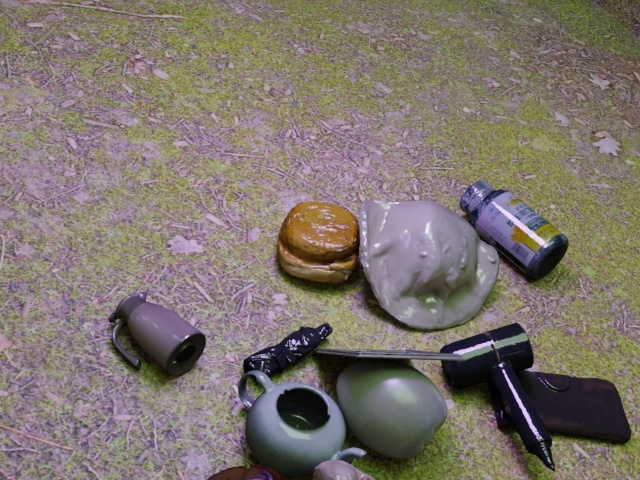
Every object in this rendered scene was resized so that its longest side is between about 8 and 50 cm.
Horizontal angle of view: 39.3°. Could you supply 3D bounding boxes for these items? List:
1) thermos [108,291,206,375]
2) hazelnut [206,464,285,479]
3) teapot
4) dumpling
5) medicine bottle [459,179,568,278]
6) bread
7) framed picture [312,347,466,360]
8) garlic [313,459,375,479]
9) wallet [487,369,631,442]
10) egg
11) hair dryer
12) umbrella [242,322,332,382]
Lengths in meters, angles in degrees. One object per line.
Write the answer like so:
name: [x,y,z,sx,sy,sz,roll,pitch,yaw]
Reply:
thermos: [-0.347,0.191,1.820,0.193,0.105,0.137,34,73,25]
hazelnut: [-0.120,0.485,1.503,0.208,0.208,0.208,10,40,-9]
teapot: [-0.045,0.353,1.707,0.294,0.129,0.193,36,42,21]
dumpling: [0.248,0.067,2.141,0.395,0.233,0.315,18,69,-23]
medicine bottle: [0.501,-0.037,2.361,0.141,0.141,0.293,-21,52,-37]
bread: [-0.003,-0.001,2.145,0.198,0.120,0.236,9,38,1]
framed picture: [0.133,0.231,1.839,0.232,0.296,0.019,4,83,-17]
garlic: [0.080,0.497,1.511,0.185,0.203,0.281,0,42,-2]
wallet: [0.526,0.360,1.981,0.310,0.042,0.165,9,43,-9]
egg: [0.132,0.321,1.765,0.217,0.183,0.183,38,42,8]
hair dryer: [0.390,0.337,1.870,0.189,0.107,0.352,-16,45,-5]
umbrella: [-0.063,0.229,1.904,0.236,0.059,0.066,-28,74,-40]
